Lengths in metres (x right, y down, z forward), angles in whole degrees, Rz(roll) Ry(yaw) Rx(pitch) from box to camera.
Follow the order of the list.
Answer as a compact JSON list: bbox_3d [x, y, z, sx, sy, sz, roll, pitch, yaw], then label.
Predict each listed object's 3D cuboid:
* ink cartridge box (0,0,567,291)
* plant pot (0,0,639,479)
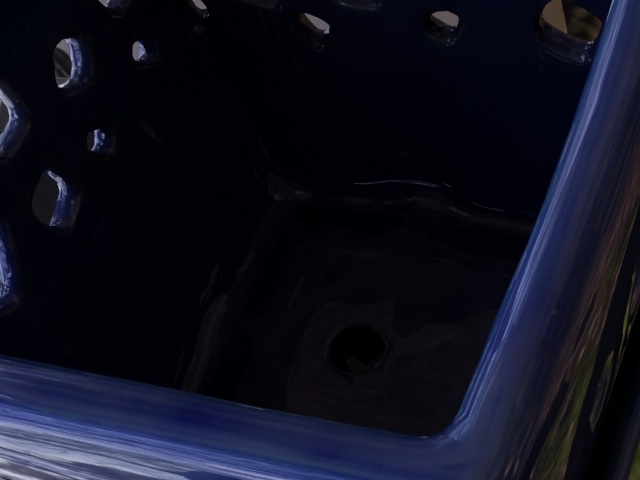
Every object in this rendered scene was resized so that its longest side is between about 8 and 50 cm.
[{"bbox_3d":[-0.057,-0.014,0.930,0.166,0.286,0.394,53,-122,-69],"label":"ink cartridge box"},{"bbox_3d":[0.000,0.000,0.521,0.212,0.236,0.236,63,-137,-56],"label":"plant pot"}]
